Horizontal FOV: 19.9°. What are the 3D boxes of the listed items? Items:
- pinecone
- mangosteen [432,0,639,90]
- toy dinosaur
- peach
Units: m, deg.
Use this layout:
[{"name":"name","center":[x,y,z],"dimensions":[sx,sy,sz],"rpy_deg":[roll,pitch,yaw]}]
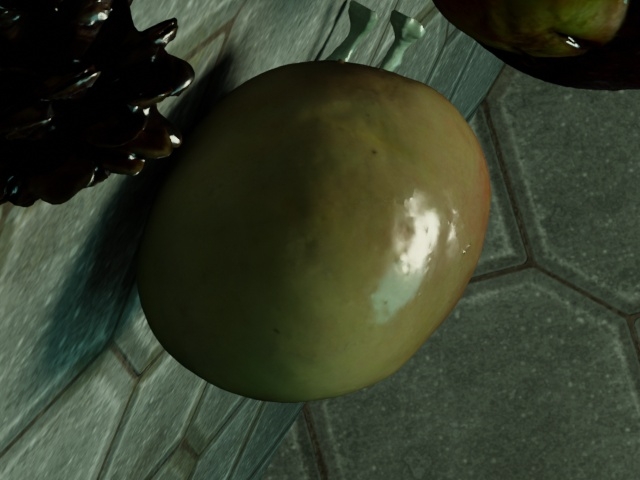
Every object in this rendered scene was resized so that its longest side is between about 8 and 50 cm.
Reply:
[{"name":"pinecone","center":[-0.125,-0.077,0.817],"dimensions":[0.140,0.140,0.121],"rpy_deg":[-48,122,-58]},{"name":"mangosteen","center":[0.192,-0.305,1.382],"dimensions":[0.435,0.382,0.382],"rpy_deg":[-3,132,-34]},{"name":"toy dinosaur","center":[0.025,-0.133,1.717],"dimensions":[0.205,0.092,0.393],"rpy_deg":[-62,174,13]},{"name":"peach","center":[0.000,0.000,1.418],"dimensions":[0.292,0.247,0.292],"rpy_deg":[-21,160,-8]}]
